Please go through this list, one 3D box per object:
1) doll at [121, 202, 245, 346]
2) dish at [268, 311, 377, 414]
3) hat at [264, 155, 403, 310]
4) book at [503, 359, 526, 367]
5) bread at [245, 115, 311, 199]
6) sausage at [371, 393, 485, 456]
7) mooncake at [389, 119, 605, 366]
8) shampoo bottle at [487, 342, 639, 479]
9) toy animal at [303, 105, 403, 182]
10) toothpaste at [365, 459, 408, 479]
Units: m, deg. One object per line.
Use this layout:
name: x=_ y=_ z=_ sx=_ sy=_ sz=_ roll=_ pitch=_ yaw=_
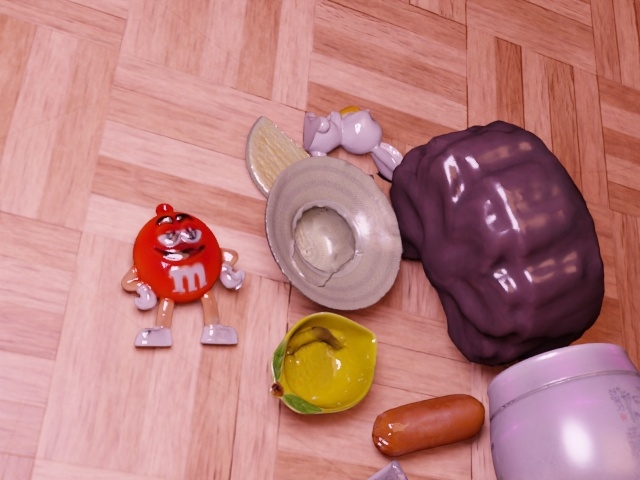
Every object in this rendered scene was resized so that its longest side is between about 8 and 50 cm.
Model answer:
doll: x=-0.198 y=0.046 z=1.339 sx=0.183 sy=0.085 sz=0.217 roll=0 pitch=76 yaw=-26
dish: x=-0.008 y=0.191 z=1.365 sx=0.207 sy=0.080 sz=0.149 roll=-21 pitch=81 yaw=-34
hat: x=0.000 y=0.000 z=1.444 sx=0.252 sy=0.110 sz=0.252 roll=12 pitch=66 yaw=-28
book: x=0.353 y=0.149 z=1.609 sx=0.118 sy=0.012 sz=0.172 roll=18 pitch=59 yaw=-17
bread: x=-0.058 y=-0.104 z=1.512 sx=0.193 sy=0.036 sz=0.112 roll=40 pitch=60 yaw=-8
sausage: x=0.165 y=0.283 z=1.413 sx=0.197 sy=0.076 sz=0.076 roll=-6 pitch=69 yaw=-27
mooncake: x=0.261 y=-0.005 z=1.428 sx=0.212 sy=0.351 sz=0.381 roll=-19 pitch=52 yaw=-22
shampoo bottle: x=0.395 y=0.310 z=1.395 sx=0.273 sy=0.273 sz=0.266 roll=2 pitch=56 yaw=-26
toy animal: x=0.062 y=-0.170 z=1.586 sx=0.181 sy=0.131 sz=0.127 roll=5 pitch=96 yaw=-17
toothpaste: x=0.015 y=0.411 z=1.284 sx=0.323 sy=0.066 sz=0.100 roll=-16 pitch=70 yaw=-37
